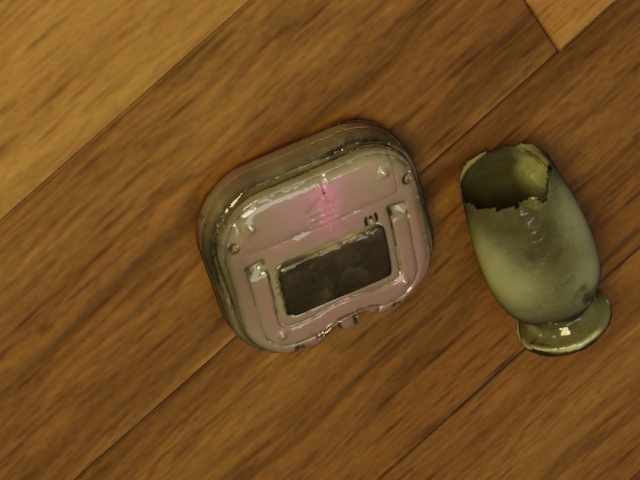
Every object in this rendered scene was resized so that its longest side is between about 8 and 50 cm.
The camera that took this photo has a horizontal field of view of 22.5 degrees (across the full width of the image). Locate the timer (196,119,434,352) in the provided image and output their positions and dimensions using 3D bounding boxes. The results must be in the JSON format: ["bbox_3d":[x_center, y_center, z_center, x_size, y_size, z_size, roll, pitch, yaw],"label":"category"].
[{"bbox_3d":[0.000,0.000,1.437,0.208,0.069,0.191,-26,126,-12],"label":"timer"}]

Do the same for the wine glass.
[{"bbox_3d":[0.204,0.011,1.510,0.111,0.111,0.204,-32,127,-7],"label":"wine glass"}]
